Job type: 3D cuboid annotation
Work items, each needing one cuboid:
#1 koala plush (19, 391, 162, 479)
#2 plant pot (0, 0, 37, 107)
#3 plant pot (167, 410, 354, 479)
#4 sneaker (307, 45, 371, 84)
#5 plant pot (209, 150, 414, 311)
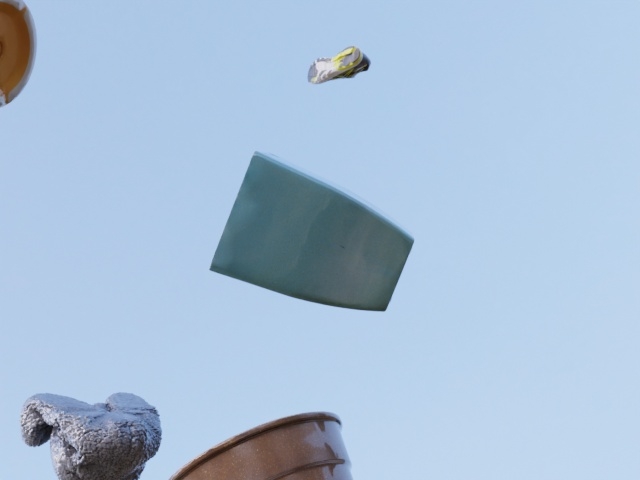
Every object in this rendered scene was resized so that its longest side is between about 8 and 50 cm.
[{"bbox_3d":[-0.326,0.348,1.375,0.196,0.203,0.221,6,-88,-36],"label":"koala plush"},{"bbox_3d":[-0.423,-0.222,1.027,0.188,0.205,0.205,15,-48,19],"label":"plant pot"},{"bbox_3d":[-0.026,0.252,0.770,0.167,0.165,0.167,-21,-27,-11],"label":"plant pot"},{"bbox_3d":[0.021,-0.192,1.074,0.083,0.031,0.035,-12,-24,41],"label":"sneaker"},{"bbox_3d":[0.000,0.000,1.280,0.234,0.166,0.165,22,-84,2],"label":"plant pot"}]
